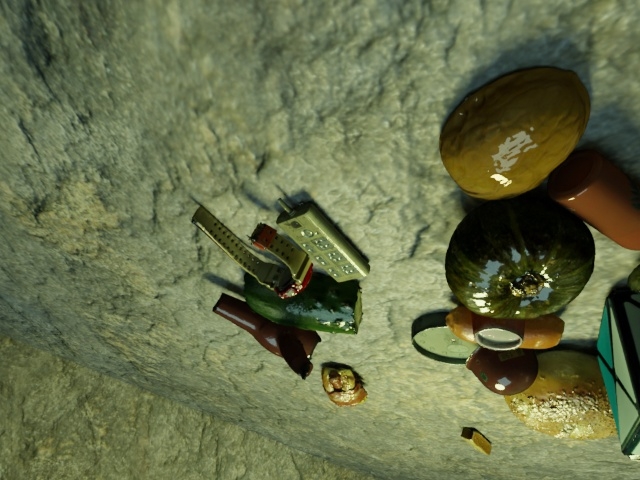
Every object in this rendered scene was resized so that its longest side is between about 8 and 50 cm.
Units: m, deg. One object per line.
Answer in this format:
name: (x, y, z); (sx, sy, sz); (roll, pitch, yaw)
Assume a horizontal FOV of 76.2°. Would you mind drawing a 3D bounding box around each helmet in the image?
helmet: (0.442, 0.297, 0.946); (0.175, 0.106, 0.155); (-12, 135, -13)

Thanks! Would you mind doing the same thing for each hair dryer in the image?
hair dryer: (-0.114, 0.251, 1.025); (0.312, 0.123, 0.340); (29, 179, -17)

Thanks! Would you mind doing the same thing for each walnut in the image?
walnut: (0.252, -0.122, 0.549); (0.167, 0.087, 0.211); (27, 142, -7)

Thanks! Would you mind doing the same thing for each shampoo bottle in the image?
shampoo bottle: (0.443, -0.039, 0.589); (0.244, 0.086, 0.085); (26, 142, -16)

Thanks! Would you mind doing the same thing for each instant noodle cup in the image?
instant noodle cup: (0.347, 0.134, 0.799); (0.127, 0.136, 0.127); (11, 144, 8)

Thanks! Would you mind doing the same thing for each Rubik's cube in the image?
Rubik's cube: (0.668, 0.246, 0.730); (0.249, 0.249, 0.246); (-5, 138, 24)

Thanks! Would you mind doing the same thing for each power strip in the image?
power strip: (0.000, 0.000, 0.843); (0.092, 0.034, 0.268); (-16, 132, 36)

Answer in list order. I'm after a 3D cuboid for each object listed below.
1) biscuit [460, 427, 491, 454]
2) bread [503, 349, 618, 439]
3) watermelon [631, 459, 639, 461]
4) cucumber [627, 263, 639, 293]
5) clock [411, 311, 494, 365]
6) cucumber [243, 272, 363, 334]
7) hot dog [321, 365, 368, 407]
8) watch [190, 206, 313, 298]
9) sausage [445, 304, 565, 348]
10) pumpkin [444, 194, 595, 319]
biscuit: (0.617, 0.796, 1.619); (0.056, 0.052, 0.188); (-6, 138, 46)
bread: (0.614, 0.396, 1.016); (0.305, 0.159, 0.306); (9, 142, 7)
watermelon: (0.923, 0.503, 1.038); (0.256, 0.176, 0.260); (35, 163, -11)
cucumber: (0.669, 0.069, 0.646); (0.303, 0.072, 0.081); (6, 141, 14)
clock: (0.337, 0.254, 1.036); (0.214, 0.042, 0.215); (11, 143, 8)
cucumber: (-0.058, 0.150, 1.009); (0.325, 0.105, 0.145); (10, 144, 13)
hot dog: (0.079, 0.517, 1.422); (0.146, 0.103, 0.213); (-9, 135, 31)
watch: (-0.135, 0.018, 0.875); (0.164, 0.102, 0.268); (-11, 133, 45)
sausage: (0.395, 0.184, 0.885); (0.238, 0.098, 0.098); (4, 142, 14)
pumpkin: (0.314, 0.029, 0.663); (0.223, 0.157, 0.224); (5, 129, 6)
